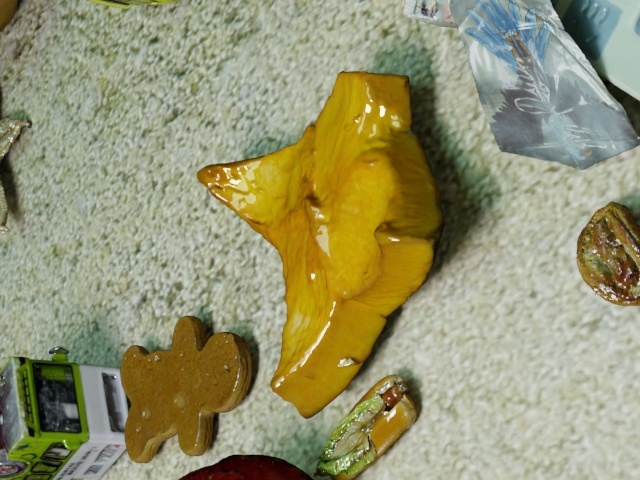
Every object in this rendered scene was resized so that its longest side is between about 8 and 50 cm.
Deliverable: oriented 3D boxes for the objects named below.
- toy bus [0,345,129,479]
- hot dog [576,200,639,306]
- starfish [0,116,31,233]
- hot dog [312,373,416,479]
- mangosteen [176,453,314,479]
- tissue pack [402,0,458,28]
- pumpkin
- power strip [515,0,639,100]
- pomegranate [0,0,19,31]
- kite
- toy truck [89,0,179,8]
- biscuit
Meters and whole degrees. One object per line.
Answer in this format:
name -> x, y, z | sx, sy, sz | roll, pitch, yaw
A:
toy bus -> -0.319, 0.228, 1.870 | 0.302, 0.139, 0.113 | -47, 47, 48
hot dog -> 0.215, 0.010, 1.281 | 0.058, 0.035, 0.083 | -53, 45, 27
starfish -> -0.427, -0.097, 2.155 | 0.231, 0.048, 0.295 | -42, 50, 40
hot dog -> 0.034, 0.162, 1.484 | 0.133, 0.041, 0.056 | -51, 45, 34
mangosteen -> -0.060, 0.274, 1.488 | 0.166, 0.166, 0.180 | -44, 56, 39
tissue pack -> 0.111, -0.220, 1.439 | 0.058, 0.074, 0.094 | 16, 98, 49
pumpkin -> 0.006, -0.026, 1.521 | 0.258, 0.095, 0.290 | -54, 40, 37
power strip -> 0.168, -0.213, 1.315 | 0.367, 0.043, 0.106 | 38, 113, 32
pomegranate -> -0.510, -0.359, 2.096 | 0.338, 0.338, 0.338 | -16, 70, 51
kite -> 0.131, -0.183, 1.294 | 0.169, 0.015, 0.310 | 10, 133, 57
toy truck -> -0.211, -0.379, 1.864 | 0.157, 0.124, 0.272 | -7, 76, 52
biscuit -> -0.128, 0.144, 1.713 | 0.205, 0.031, 0.138 | -28, 61, 47
